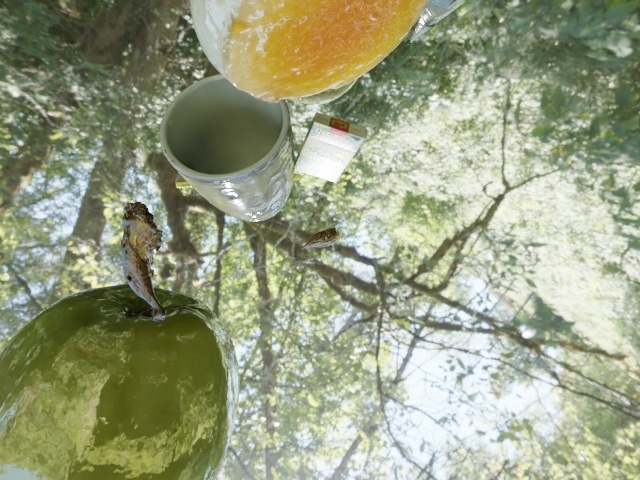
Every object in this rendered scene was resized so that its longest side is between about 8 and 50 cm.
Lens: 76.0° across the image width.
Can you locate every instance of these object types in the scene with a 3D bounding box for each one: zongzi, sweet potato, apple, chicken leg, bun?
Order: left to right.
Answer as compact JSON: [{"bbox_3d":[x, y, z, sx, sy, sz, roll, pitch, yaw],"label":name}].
[{"bbox_3d":[-0.372,0.304,0.775,0.473,0.474,0.473,22,-162,-8],"label":"apple"},{"bbox_3d":[-0.213,0.025,0.496,0.062,0.145,0.037,-3,-179,23],"label":"chicken leg"},{"bbox_3d":[-0.018,-0.313,0.494,0.299,0.299,0.165,-5,-112,-56],"label":"bun"},{"bbox_3d":[0.000,0.000,1.136,0.117,0.049,0.049,-23,-151,-4],"label":"sweet potato"},{"bbox_3d":[0.258,-0.692,1.155,0.221,0.112,0.242,30,157,-22],"label":"zongzi"}]

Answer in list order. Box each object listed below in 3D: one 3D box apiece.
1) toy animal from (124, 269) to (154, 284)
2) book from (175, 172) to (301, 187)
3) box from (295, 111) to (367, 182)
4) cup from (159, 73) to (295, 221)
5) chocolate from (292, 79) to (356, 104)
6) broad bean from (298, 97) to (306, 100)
[{"bbox_3d":[-0.476,0.113,1.092,0.050,0.084,0.028,61,170,2],"label":"toy animal"},{"bbox_3d":[-0.273,-0.203,1.338,0.374,0.028,0.262,-6,-168,-16],"label":"book"},{"bbox_3d":[0.016,-0.228,1.046,0.132,0.034,0.235,16,158,-11],"label":"box"},{"bbox_3d":[-0.147,-0.189,0.819,0.227,0.301,0.257,12,160,8],"label":"cup"},{"bbox_3d":[-0.041,-0.489,1.048,0.314,0.326,0.297,-3,-139,-28],"label":"chocolate"},{"bbox_3d":[0.013,-0.359,0.760,0.048,0.214,0.070,42,-171,32],"label":"broad bean"}]
